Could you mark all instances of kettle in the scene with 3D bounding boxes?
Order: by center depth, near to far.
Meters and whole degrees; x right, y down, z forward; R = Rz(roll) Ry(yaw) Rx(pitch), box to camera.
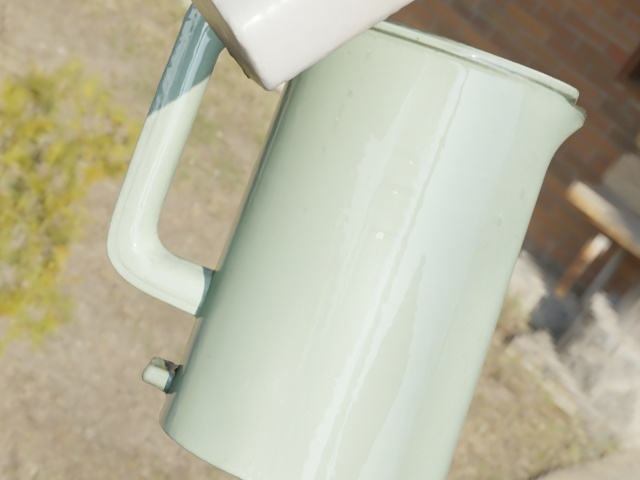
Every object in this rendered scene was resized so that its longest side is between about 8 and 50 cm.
[{"bbox_3d":[0.011,0.002,1.094,0.265,0.318,0.205,24,8,33],"label":"kettle"}]

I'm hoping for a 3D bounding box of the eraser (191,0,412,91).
[{"bbox_3d":[0.043,-0.207,0.886,0.174,0.270,0.095,54,-5,49],"label":"eraser"}]
